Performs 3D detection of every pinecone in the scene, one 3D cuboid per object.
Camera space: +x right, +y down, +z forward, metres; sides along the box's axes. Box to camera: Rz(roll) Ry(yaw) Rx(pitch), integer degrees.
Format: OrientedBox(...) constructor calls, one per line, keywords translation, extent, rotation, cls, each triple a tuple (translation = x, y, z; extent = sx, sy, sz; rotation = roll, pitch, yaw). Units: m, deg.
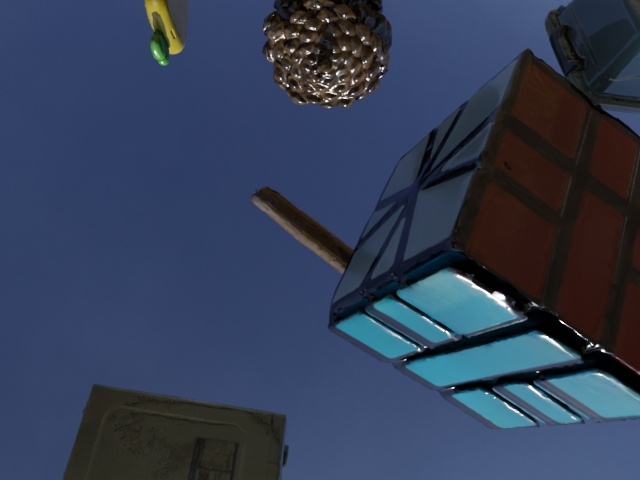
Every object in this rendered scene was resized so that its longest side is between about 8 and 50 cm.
OrientedBox(translation=(0.025, -0.369, 1.082), extent=(0.243, 0.243, 0.257), rotation=(40, -135, 7), cls="pinecone")

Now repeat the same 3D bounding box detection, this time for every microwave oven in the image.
OrientedBox(translation=(-0.162, 0.328, 0.586), extent=(0.238, 0.181, 0.295), rotation=(11, -128, -7), cls="microwave oven")

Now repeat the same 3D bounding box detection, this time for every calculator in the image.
OrientedBox(translation=(-0.231, -0.374, 0.891), extent=(0.032, 0.146, 0.234), rotation=(-1, -107, 2), cls="calculator")

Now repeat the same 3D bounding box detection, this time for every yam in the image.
OrientedBox(translation=(0.000, 0.000, 0.938), extent=(0.264, 0.046, 0.046), rotation=(38, -129, 0), cls="yam")

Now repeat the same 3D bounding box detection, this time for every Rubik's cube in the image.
OrientedBox(translation=(0.215, 0.021, 0.678), extent=(0.283, 0.288, 0.293), rotation=(35, -121, -9), cls="Rubik's cube")

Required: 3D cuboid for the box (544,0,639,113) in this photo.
OrientedBox(translation=(0.409, -0.244, 0.727), extent=(0.227, 0.130, 0.162), rotation=(1, -119, -16), cls="box")
